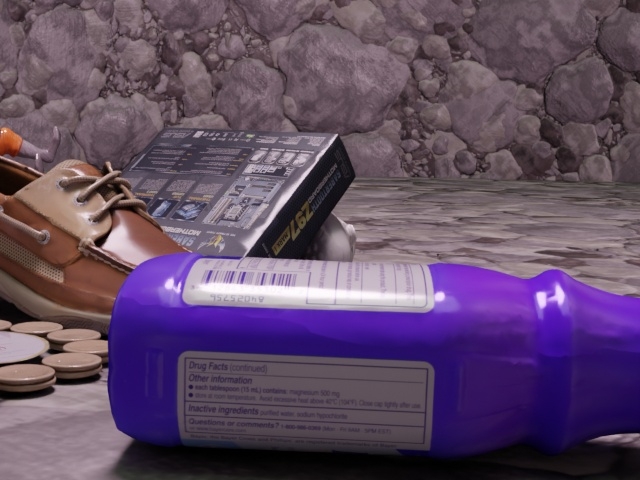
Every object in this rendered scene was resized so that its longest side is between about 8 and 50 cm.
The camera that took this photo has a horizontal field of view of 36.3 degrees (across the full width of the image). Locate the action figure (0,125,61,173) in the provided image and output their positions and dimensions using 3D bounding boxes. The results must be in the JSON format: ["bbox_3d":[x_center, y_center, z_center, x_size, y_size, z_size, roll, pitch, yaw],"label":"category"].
[{"bbox_3d":[-0.601,-0.092,1.564,0.330,0.178,0.341,-5,34,-4],"label":"action figure"}]

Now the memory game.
[{"bbox_3d":[-0.225,0.074,0.623,0.186,0.012,0.186,2,7,0],"label":"memory game"}]

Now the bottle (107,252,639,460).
[{"bbox_3d":[0.044,0.057,0.486,0.283,0.092,0.118,2,7,2],"label":"bottle"}]

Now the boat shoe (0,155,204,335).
[{"bbox_3d":[-0.196,-0.005,0.771,0.324,0.116,0.123,14,11,22],"label":"boat shoe"}]

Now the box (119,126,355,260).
[{"bbox_3d":[-0.109,-0.031,0.938,0.233,0.059,0.183,5,45,35],"label":"box"}]

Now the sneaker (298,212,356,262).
[{"bbox_3d":[0.000,0.000,1.022,0.095,0.090,0.235,11,6,-17],"label":"sneaker"}]
